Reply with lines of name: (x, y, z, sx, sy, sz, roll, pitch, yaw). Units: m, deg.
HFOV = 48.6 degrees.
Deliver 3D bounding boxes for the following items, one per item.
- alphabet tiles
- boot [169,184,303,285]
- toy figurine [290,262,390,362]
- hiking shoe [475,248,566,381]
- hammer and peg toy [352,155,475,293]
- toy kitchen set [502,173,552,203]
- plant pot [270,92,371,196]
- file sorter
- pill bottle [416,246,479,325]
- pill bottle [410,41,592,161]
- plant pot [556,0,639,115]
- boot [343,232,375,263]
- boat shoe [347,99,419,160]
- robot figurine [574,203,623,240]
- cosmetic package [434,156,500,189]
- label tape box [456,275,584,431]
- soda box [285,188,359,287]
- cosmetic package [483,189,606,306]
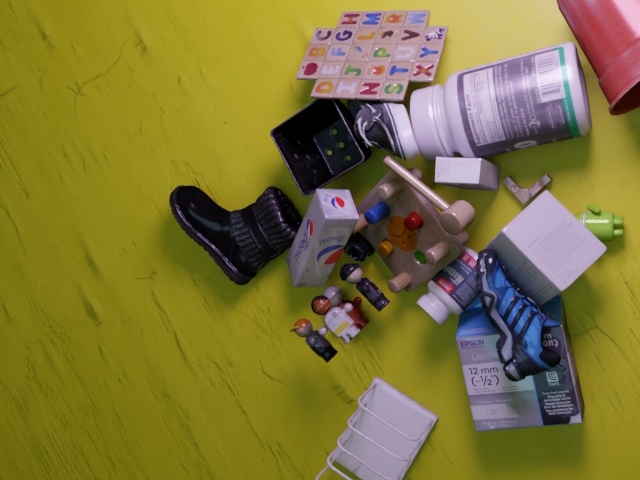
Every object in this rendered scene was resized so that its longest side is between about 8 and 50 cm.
alphabet tiles: (0.120, -0.445, 1.687, 0.343, 0.011, 0.285, 7, 62, 24)
boot: (-0.223, -0.074, 1.923, 0.348, 0.131, 0.260, 47, 120, 0)
toy figurine: (0.044, 0.179, 1.785, 0.148, 0.209, 0.213, 46, 145, 7)
hiking shoe: (0.436, 0.155, 1.578, 0.132, 0.113, 0.304, -18, 90, 16)
hammer and peg toy: (0.219, -0.051, 1.653, 0.266, 0.127, 0.361, 54, 147, 9)
toy kitchen set: (0.476, -0.137, 1.636, 0.083, 0.068, 0.075, -45, 79, 23)
plant pot: (0.023, -0.239, 1.773, 0.188, 0.167, 0.187, -30, 85, 26)
file sorter: (0.139, 0.538, 1.830, 0.193, 0.173, 0.277, 31, 108, 17)
pill bottle: (0.320, 0.113, 1.690, 0.108, 0.108, 0.180, 44, 90, 13)
pill bottle: (0.397, -0.295, 1.575, 0.361, 0.204, 0.204, -10, 93, 25)
plant pot: (0.635, -0.441, 1.429, 0.272, 0.272, 0.265, -35, 75, 24)
boot: (0.080, 0.008, 1.819, 0.121, 0.099, 0.045, 39, 111, 15)
boat shoe: (0.138, -0.261, 1.644, 0.119, 0.335, 0.121, -19, 118, 0)
robot figurine: (0.616, -0.032, 1.588, 0.115, 0.067, 0.101, 1, 110, 25)
cosmetic package: (0.336, -0.148, 1.601, 0.099, 0.239, 0.060, 3, 92, 24)
label tape box: (0.460, 0.261, 1.678, 0.249, 0.115, 0.347, -11, 94, 25)
soda box: (0.000, 0.000, 1.779, 0.286, 0.091, 0.098, 115, 147, -46)
cosmetic package: (0.493, 0.020, 1.576, 0.151, 0.151, 0.183, -39, 79, -15)
